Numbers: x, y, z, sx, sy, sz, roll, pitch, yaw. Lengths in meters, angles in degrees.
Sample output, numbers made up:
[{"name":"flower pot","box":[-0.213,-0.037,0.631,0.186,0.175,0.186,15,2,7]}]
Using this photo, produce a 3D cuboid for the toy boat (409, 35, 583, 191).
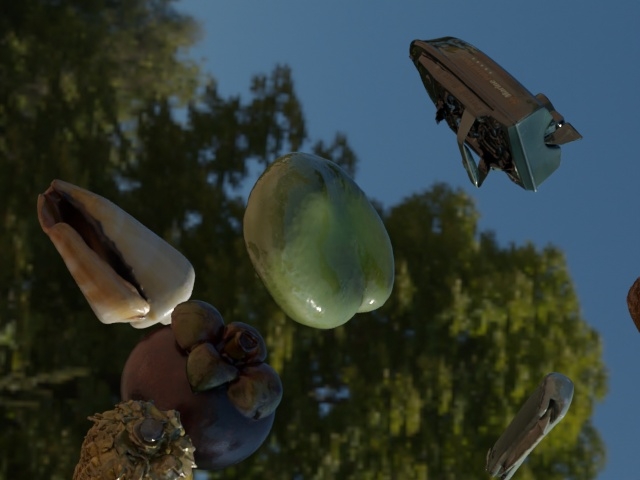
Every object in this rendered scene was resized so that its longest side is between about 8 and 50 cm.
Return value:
[{"name":"toy boat","box":[0.147,-0.136,1.263,0.246,0.103,0.093,52,-10,48]}]

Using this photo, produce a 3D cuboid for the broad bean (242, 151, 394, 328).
[{"name":"broad bean","box":[0.000,0.000,1.227,0.228,0.100,0.169,-2,84,-70]}]

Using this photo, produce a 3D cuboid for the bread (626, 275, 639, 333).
[{"name":"bread","box":[0.387,0.064,1.297,0.132,0.103,0.172,59,-9,14]}]

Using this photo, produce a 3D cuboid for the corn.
[{"name":"corn","box":[-0.197,0.257,1.263,0.318,0.115,0.115,119,-31,-54]}]

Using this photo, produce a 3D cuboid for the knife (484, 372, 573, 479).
[{"name":"knife","box":[0.153,0.143,0.950,0.162,0.023,0.044,106,1,-60]}]

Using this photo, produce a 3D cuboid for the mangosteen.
[{"name":"mangosteen","box":[-0.128,0.160,1.430,0.200,0.199,0.200,-175,-90,-70]}]

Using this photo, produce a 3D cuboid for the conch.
[{"name":"conch","box":[-0.283,0.032,1.705,0.127,0.255,0.158,-38,-168,42]}]
